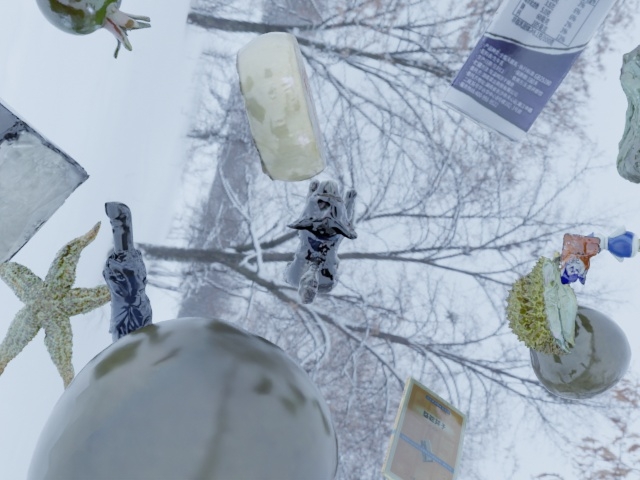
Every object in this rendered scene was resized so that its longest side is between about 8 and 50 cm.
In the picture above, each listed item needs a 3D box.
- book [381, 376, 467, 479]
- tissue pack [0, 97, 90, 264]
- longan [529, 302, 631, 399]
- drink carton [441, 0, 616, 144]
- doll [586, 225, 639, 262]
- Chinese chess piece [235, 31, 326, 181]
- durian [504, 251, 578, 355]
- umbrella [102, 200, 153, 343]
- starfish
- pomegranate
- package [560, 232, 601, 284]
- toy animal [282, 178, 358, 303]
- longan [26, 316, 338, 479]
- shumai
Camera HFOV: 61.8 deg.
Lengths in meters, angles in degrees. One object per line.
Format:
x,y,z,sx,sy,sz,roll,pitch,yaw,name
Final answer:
0.227,0.429,1.133,0.018,0.170,0.242,-49,-172,43,book
-0.563,-0.159,0.772,0.210,0.370,0.198,-50,166,-5,tissue pack
0.632,0.270,1.325,0.215,0.246,0.246,-3,109,-74,longan
0.234,-0.231,0.592,0.222,0.101,0.134,-60,175,21,drink carton
0.664,0.008,1.213,0.058,0.142,0.099,-52,135,-44,doll
-0.085,-0.302,1.237,0.338,0.140,0.338,-12,90,-86,Chinese chess piece
0.497,0.139,1.226,0.137,0.193,0.237,-11,-128,51,durian
-0.268,0.059,0.756,0.071,0.070,0.248,-103,-161,-65,umbrella
-0.552,0.145,1.126,0.078,0.347,0.358,130,-61,-77,starfish
-0.409,-0.427,0.972,0.131,0.191,0.152,-22,-138,63,pomegranate
0.541,0.041,1.122,0.077,0.033,0.111,1,-104,65,package
0.000,0.000,1.499,0.303,0.194,0.344,-74,174,-77,toy animal
-0.152,0.275,0.624,0.361,0.360,0.361,-166,-90,-78,longan
0.699,-0.276,1.031,0.309,0.263,0.304,-27,179,26,shumai
